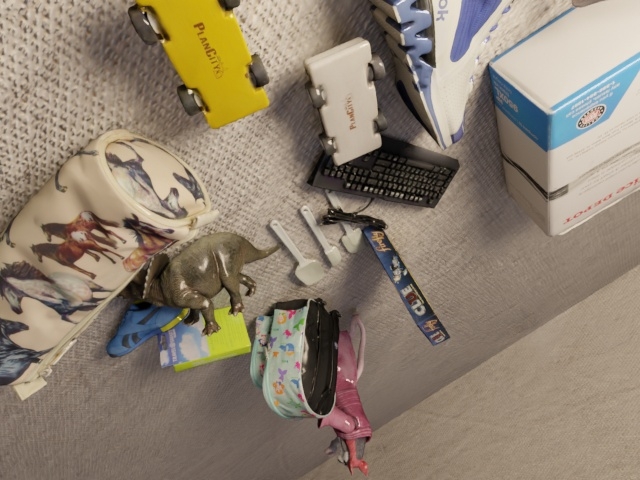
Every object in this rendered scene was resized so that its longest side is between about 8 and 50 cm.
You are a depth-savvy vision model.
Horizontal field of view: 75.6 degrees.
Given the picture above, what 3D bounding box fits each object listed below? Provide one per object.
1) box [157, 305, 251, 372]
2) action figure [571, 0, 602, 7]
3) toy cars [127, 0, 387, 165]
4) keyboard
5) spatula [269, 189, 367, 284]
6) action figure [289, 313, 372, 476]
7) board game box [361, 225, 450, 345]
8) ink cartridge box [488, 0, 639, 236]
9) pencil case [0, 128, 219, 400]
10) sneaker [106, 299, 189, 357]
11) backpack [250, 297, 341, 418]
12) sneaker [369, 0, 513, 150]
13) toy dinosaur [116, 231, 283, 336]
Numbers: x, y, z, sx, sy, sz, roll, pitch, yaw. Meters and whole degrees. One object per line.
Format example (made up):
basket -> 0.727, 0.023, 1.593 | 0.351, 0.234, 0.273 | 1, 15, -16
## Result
box -> -0.247, 0.206, 0.873 | 0.178, 0.109, 0.042 | -10, 142, -20
action figure -> 0.373, -0.451, 0.397 | 0.341, 0.178, 0.330 | -40, 151, 21
toy cars -> -0.049, -0.211, 0.512 | 0.393, 0.087, 0.176 | 7, 137, -41
keyboard -> 0.115, -0.094, 0.780 | 0.317, 0.033, 0.201 | 6, 129, -34
spatula -> 0.000, 0.000, 0.842 | 0.168, 0.019, 0.242 | -30, 144, 2
action figure -> 0.070, 0.435, 1.121 | 0.275, 0.370, 0.248 | -28, 142, 5
board game box -> 0.181, 0.091, 0.875 | 0.042, 0.243, 0.165 | -32, 143, 9
ink cartridge box -> 0.495, -0.217, 0.753 | 0.285, 0.166, 0.395 | -32, 142, 9
pencil case -> -0.331, 0.034, 0.559 | 0.410, 0.160, 0.183 | -39, 101, 16
sneaker -> -0.353, 0.156, 0.801 | 0.209, 0.069, 0.082 | -31, 111, 20
backpack -> -0.051, 0.284, 0.971 | 0.191, 0.254, 0.225 | -14, 148, 18
sneaker -> 0.182, -0.271, 0.534 | 0.182, 0.127, 0.315 | -30, 142, 9
toy dinosaur -> -0.189, 0.056, 0.713 | 0.313, 0.121, 0.160 | -26, 113, -23
